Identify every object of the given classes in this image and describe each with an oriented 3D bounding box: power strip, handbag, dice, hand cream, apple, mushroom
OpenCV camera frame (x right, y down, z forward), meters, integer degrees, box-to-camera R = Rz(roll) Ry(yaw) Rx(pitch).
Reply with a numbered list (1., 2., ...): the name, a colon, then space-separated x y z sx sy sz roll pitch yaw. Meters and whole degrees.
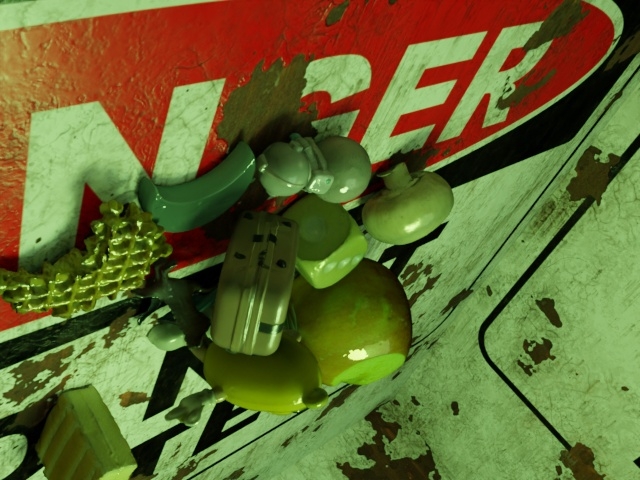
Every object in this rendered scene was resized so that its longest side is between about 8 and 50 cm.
1. power strip: -0.218 -0.094 1.348 0.253 0.054 0.167 -25 155 -34
2. handbag: -0.137 0.110 1.502 0.302 0.149 0.283 -89 -167 -60
3. dice: 0.000 0.000 1.722 0.166 0.169 0.169 -38 158 -6
4. hand cream: -0.263 0.131 1.644 0.224 0.083 0.048 -36 118 -42
5. apple: 0.064 0.235 2.005 0.374 0.374 0.384 -23 126 -38
6. mushroom: 0.221 -0.103 1.884 0.246 0.202 0.246 -22 -161 8

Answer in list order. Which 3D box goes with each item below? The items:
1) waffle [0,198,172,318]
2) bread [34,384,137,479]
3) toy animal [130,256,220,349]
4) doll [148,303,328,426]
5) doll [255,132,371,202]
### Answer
1. waffle: -0.398 0.052 1.250 0.293 0.069 0.260 -29 158 1
2. bread: -0.546 0.494 1.665 0.111 0.239 0.246 -4 136 -47
3. toy animal: -0.283 0.105 1.494 0.197 0.272 0.160 -43 129 -19
4. doll: -0.197 0.269 1.646 0.348 0.423 0.161 -12 125 -13
5. doll: -0.017 -0.143 1.478 0.287 0.151 0.151 -7 140 -49
